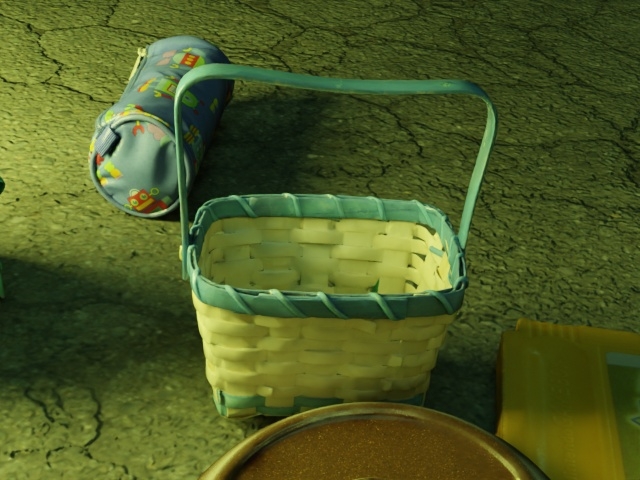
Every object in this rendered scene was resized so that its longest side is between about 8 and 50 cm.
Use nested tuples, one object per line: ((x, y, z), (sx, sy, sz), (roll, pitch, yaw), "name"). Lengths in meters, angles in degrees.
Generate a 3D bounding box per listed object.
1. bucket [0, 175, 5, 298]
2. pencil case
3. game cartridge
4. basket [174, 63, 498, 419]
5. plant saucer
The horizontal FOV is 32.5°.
((-0.412, -0.014, 0.953), (0.281, 0.183, 0.281), (5, 31, -3), "bucket")
((-0.184, -0.148, 1.293), (0.133, 0.119, 0.306), (33, 27, -13), "pencil case")
((0.309, 0.175, 0.915), (0.324, 0.052, 0.285), (10, 30, 3), "game cartridge")
((0.000, 0.000, 0.910), (0.255, 0.289, 0.201), (5, 30, -7), "basket")
((0.037, 0.210, 0.755), (0.311, 0.050, 0.310), (-1, 33, 1), "plant saucer")
